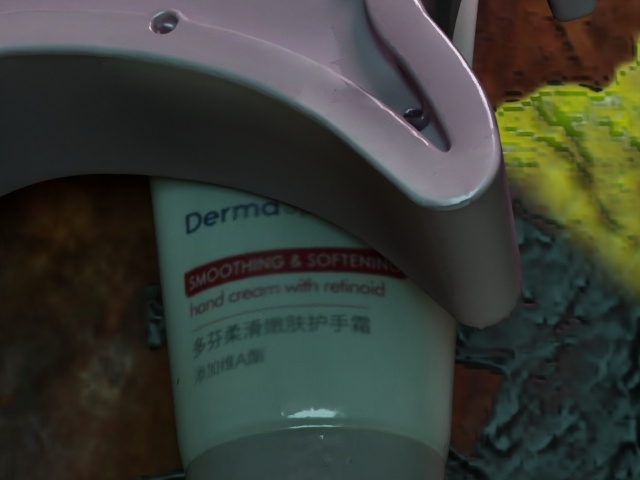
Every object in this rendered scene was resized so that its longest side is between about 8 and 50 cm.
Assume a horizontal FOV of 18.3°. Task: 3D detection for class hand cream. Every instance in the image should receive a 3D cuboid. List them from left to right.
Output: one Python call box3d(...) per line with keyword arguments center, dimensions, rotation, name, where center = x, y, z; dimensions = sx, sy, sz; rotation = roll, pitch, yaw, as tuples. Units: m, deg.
box3d(center=(0.000, 0.000, 0.675), dimensions=(0.133, 0.083, 0.248), rotation=(-3, 65, -1), name="hand cream")

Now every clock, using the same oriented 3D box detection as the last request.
box3d(center=(-0.047, -0.072, 0.643), dimensions=(0.275, 0.080, 0.290), rotation=(-38, 57, -11), name="clock")
